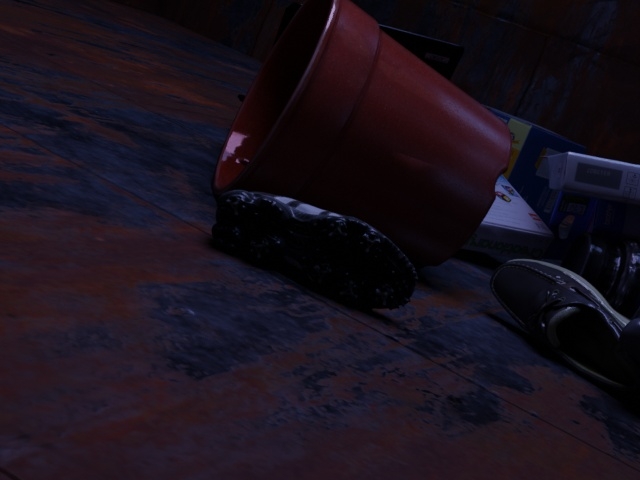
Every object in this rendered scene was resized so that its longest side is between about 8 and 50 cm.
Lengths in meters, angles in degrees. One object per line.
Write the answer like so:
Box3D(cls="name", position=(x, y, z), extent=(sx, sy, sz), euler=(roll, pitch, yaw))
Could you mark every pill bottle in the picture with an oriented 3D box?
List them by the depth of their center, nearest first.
Box3D(cls="pill bottle", position=(0.427, 0.071, 1.353), extent=(0.219, 0.123, 0.123), euler=(22, 11, -5))

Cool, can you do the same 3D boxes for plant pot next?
Box3D(cls="plant pot", position=(0.056, -0.112, 1.194), extent=(0.265, 0.272, 0.272), euler=(28, 9, -16))

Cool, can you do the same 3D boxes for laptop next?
Box3D(cls="laptop", position=(0.030, -0.222, 1.400), extent=(0.234, 0.137, 0.264), euler=(12, 7, -13))

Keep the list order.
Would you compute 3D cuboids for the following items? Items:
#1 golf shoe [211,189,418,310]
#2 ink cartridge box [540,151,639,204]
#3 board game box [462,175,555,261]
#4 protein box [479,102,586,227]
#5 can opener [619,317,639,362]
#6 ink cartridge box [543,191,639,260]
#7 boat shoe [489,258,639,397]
Box3D(cls="golf shoe", position=(0.000, 0.000, 0.966), extent=(0.198, 0.077, 0.094), euler=(25, 11, 4))
Box3D(cls="ink cartridge box", position=(0.403, -0.077, 1.414), extent=(0.189, 0.066, 0.232), euler=(10, 0, 2))
Box3D(cls="board game box", position=(0.163, -0.064, 1.464), extent=(0.305, 0.053, 0.193), euler=(10, 32, -31))
Box3D(cls="protein box", position=(0.331, -0.116, 1.840), extent=(0.201, 0.200, 0.136), euler=(10, 17, -48))
Box3D(cls="can opener", position=(0.408, 0.163, 0.971), extent=(0.283, 0.076, 0.095), euler=(38, -18, 18))
Box3D(cls="ink cartridge box", position=(0.467, 0.031, 1.448), extent=(0.311, 0.065, 0.186), euler=(15, -30, 9))
Box3D(cls="boat shoe", position=(0.258, 0.084, 1.070), extent=(0.223, 0.080, 0.073), euler=(39, 17, 35))
